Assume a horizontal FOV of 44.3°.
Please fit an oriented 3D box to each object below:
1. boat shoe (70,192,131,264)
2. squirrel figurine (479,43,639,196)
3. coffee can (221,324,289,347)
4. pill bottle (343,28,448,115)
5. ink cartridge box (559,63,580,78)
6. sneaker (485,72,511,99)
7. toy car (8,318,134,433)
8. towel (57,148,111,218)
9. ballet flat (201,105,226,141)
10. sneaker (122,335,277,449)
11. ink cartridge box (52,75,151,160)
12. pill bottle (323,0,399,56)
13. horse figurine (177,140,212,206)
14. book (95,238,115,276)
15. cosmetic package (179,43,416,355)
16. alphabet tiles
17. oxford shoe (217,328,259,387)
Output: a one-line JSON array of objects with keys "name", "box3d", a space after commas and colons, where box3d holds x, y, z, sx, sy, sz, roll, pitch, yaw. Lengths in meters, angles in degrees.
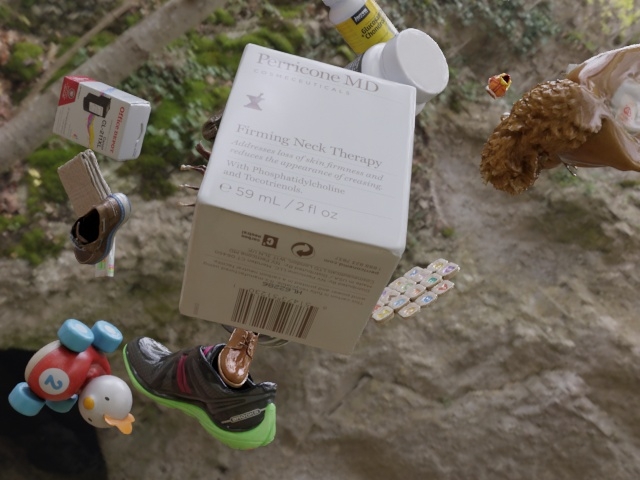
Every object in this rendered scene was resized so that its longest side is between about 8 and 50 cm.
[{"name": "boat shoe", "box3d": [-0.388, -0.016, 1.333, 0.066, 0.066, 0.183, 53, -49, 15]}, {"name": "squirrel figurine", "box3d": [0.518, -0.247, 1.769, 0.370, 0.397, 0.281, -10, -90, 62]}, {"name": "coffee can", "box3d": [-0.161, 0.184, 2.175, 0.201, 0.201, 0.275, 46, -3, 14]}, {"name": "pill bottle", "box3d": [0.109, -0.292, 1.577, 0.161, 0.161, 0.283, 51, -40, -11]}, {"name": "ink cartridge box", "box3d": [0.682, -0.449, 2.093, 0.083, 0.028, 0.048, 6, -4, 8]}, {"name": "sneaker", "box3d": [0.504, -0.433, 2.187, 0.064, 0.067, 0.175, 47, 23, -6]}, {"name": "toy car", "box3d": [-0.495, 0.328, 1.696, 0.238, 0.219, 0.210, 40, 6, 20]}, {"name": "towel", "box3d": [-0.669, -0.149, 2.247, 0.282, 0.049, 0.187, -9, -75, 57]}, {"name": "ballet flat", "box3d": [-0.195, -0.333, 1.985, 0.084, 0.250, 0.058, 55, -9, -10]}, {"name": "sneaker", "box3d": [-0.283, 0.331, 1.925, 0.482, 0.202, 0.185, 20, 6, 30]}, {"name": "ink cartridge box", "box3d": [-0.456, -0.255, 1.638, 0.175, 0.127, 0.072, 23, 17, 18]}, {"name": "pill bottle", "box3d": [0.084, -0.487, 1.732, 0.184, 0.103, 0.103, 46, -7, -28]}, {"name": "horse figurine", "box3d": [-0.307, -0.162, 2.200, 0.263, 0.174, 0.066, 108, -17, -52]}, {"name": "book", "box3d": [-0.691, 0.046, 2.539, 0.035, 0.144, 0.096, 6, -8, -37]}, {"name": "cosmetic package", "box3d": [-0.038, -0.071, 1.400, 0.329, 0.394, 0.327, 13, -40, -5]}, {"name": "alphabet tiles", "box3d": [0.261, 0.143, 2.261, 0.021, 0.284, 0.278, 59, -8, -16]}, {"name": "oxford shoe", "box3d": [-0.181, 0.247, 1.789, 0.076, 0.076, 0.212, 29, 30, -13]}]
